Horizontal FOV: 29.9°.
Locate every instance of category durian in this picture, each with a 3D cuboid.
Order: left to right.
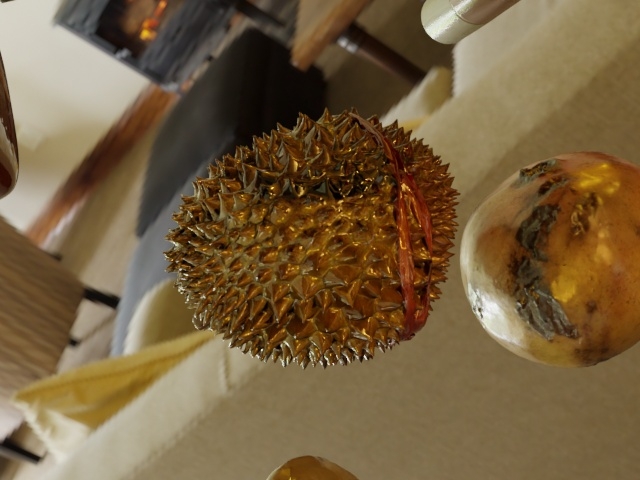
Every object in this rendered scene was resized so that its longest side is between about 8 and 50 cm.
[{"bbox_3d":[-0.002,-0.002,1.526,0.384,0.347,0.347,-36,23,-4],"label":"durian"}]

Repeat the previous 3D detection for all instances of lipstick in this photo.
[{"bbox_3d":[0.193,-0.293,1.387,0.070,0.070,0.254,-65,12,-13],"label":"lipstick"}]

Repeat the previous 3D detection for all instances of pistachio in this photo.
[{"bbox_3d":[-0.004,0.306,1.334,0.108,0.185,0.126,-8,68,38],"label":"pistachio"}]

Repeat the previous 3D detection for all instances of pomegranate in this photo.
[{"bbox_3d":[0.344,0.022,1.650,0.322,0.322,0.322,-45,27,31],"label":"pomegranate"}]

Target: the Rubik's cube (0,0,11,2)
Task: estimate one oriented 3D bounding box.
[{"bbox_3d":[-0.356,-0.473,1.485,0.260,0.259,0.255,43,138,37],"label":"Rubik's cube"}]

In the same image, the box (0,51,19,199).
[{"bbox_3d":[-0.376,-0.179,1.096,0.404,0.108,0.263,85,171,-73],"label":"box"}]
